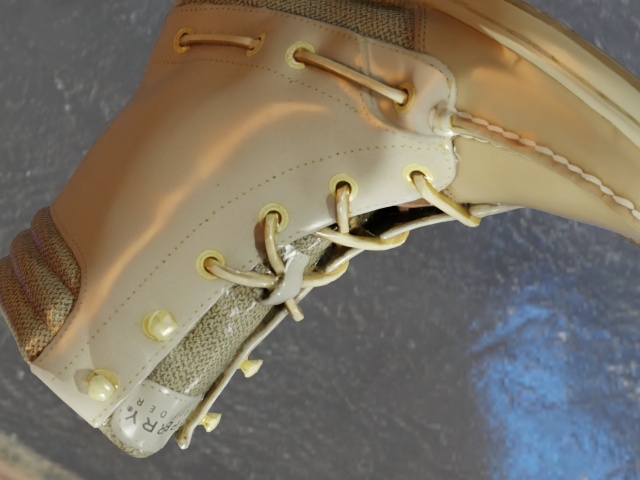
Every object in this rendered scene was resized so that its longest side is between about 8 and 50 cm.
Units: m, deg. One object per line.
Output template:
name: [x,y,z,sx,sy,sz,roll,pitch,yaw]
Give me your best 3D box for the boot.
boot: [0.000,0.000,0.456,0.203,0.262,0.095,-55,143,-2]
